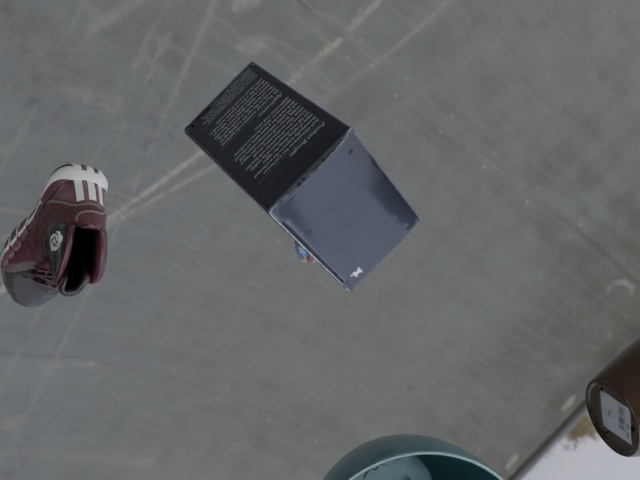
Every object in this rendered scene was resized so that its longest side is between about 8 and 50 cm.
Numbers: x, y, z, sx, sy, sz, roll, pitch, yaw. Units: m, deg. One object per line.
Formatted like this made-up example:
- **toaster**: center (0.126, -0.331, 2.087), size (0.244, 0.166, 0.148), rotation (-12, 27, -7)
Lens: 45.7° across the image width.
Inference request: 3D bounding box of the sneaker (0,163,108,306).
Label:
- **sneaker**: center (-0.377, 0.039, 1.071), size (0.106, 0.162, 0.281), rotation (9, 131, -34)

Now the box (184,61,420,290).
- **box**: center (-0.022, -0.069, 0.781), size (0.108, 0.207, 0.153), rotation (-46, 135, -2)

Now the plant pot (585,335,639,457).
- **plant pot**: center (0.486, 0.200, 1.021), size (0.231, 0.215, 0.215), rotation (-16, 154, -15)

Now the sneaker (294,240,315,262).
- **sneaker**: center (0.000, 0.000, 1.272), size (0.084, 0.069, 0.185), rotation (-30, 168, -9)

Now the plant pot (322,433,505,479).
- **plant pot**: center (0.106, 0.375, 0.999), size (0.290, 0.290, 0.195), rotation (-48, -169, 1)
